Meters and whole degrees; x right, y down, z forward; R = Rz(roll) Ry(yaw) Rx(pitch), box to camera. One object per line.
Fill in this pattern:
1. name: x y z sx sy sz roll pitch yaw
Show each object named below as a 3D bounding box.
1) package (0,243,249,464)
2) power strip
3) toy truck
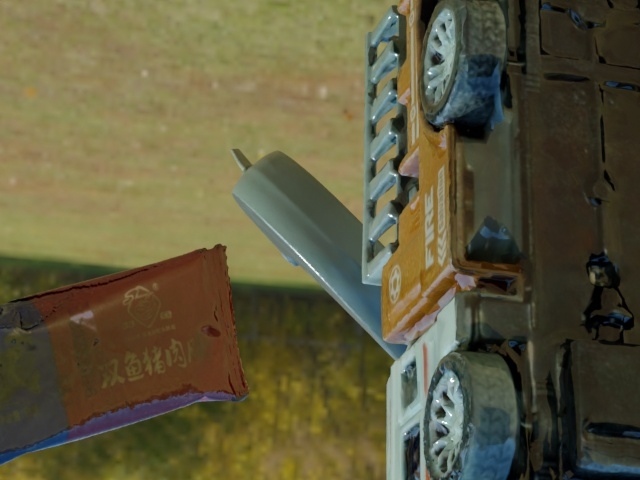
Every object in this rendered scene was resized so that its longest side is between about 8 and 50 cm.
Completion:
1. package: -0.114 0.058 0.744 0.200 0.083 0.022 -13 -179 -43
2. power strip: 0.000 0.000 0.989 0.137 0.044 0.216 49 176 -41
3. toy truck: 0.050 0.000 0.382 0.080 0.178 0.115 7 157 -14
